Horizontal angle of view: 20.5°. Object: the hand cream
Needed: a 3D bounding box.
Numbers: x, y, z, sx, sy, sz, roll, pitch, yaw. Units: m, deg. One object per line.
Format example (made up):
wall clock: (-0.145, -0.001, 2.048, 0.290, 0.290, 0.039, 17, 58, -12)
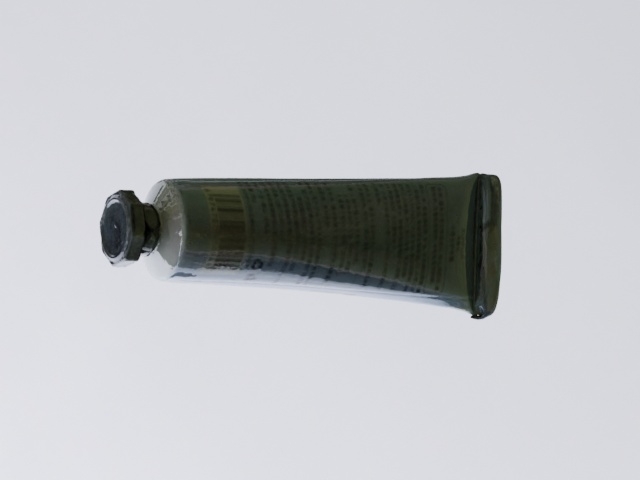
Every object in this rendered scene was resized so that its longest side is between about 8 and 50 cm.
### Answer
hand cream: (0.000, 0.000, 0.996, 0.256, 0.055, 0.088, 2, -92, -31)
